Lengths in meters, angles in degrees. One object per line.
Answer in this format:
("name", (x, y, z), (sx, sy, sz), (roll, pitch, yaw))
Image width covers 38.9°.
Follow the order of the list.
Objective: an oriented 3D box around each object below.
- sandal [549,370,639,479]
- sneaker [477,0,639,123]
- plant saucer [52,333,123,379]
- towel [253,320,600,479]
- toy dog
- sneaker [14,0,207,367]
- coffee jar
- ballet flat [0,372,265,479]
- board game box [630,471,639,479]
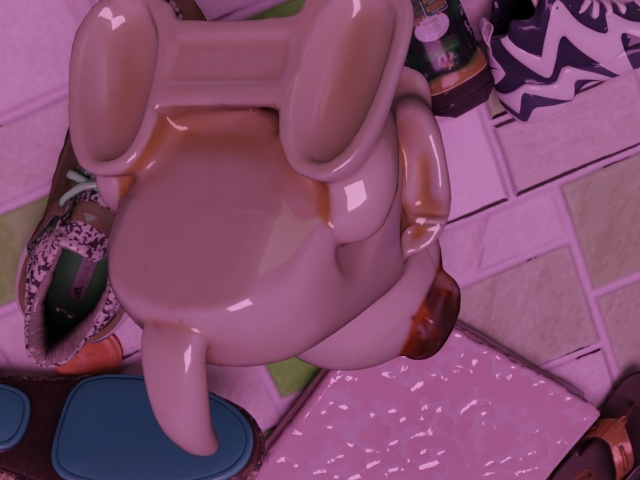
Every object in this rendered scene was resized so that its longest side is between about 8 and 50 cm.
("sandal", (0.349, 0.258, 1.119), (0.060, 0.090, 0.219), (10, 123, -48))
("sneaker", (0.261, -0.237, 0.899), (0.235, 0.094, 0.153), (-28, 128, 16))
("plant saucer", (-0.270, 0.133, 1.041), (0.083, 0.013, 0.083), (-3, 112, -6))
("towel", (0.123, 0.247, 1.112), (0.332, 0.053, 0.317), (31, 105, -17))
("toy dog", (0.000, 0.000, 0.832), (0.284, 0.408, 0.395), (-6, 72, 20))
("sneaker", (-0.200, -0.046, 0.885), (0.158, 0.182, 0.410), (15, 109, -12))
("coffee jar", (0.104, -0.214, 0.898), (0.079, 0.096, 0.184), (-28, 113, 2))
("ballet flat", (-0.301, 0.234, 1.012), (0.482, 0.164, 0.182), (5, 138, 1))
("board game box", (0.538, 0.233, 1.104), (0.232, 0.141, 0.291), (9, 111, -10))
